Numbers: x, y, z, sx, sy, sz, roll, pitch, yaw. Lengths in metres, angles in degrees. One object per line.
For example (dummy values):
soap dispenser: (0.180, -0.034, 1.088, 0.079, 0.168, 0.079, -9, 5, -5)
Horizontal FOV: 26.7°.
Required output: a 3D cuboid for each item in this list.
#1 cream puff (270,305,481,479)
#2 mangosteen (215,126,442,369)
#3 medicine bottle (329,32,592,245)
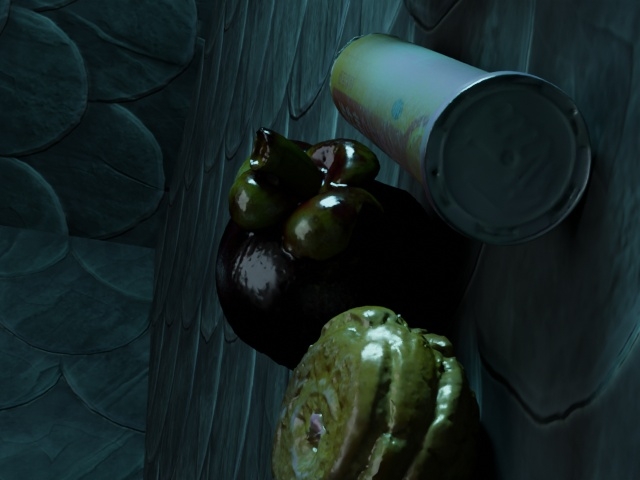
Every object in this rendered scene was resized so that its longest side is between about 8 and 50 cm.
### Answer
cream puff: (0.045, 0.147, 0.964, 0.189, 0.129, 0.189, -164, 90, -72)
mangosteen: (0.000, 0.000, 1.085, 0.194, 0.194, 0.231, -105, 0, -62)
medicine bottle: (0.086, -0.094, 1.030, 0.426, 0.108, 0.108, -123, 43, -75)
